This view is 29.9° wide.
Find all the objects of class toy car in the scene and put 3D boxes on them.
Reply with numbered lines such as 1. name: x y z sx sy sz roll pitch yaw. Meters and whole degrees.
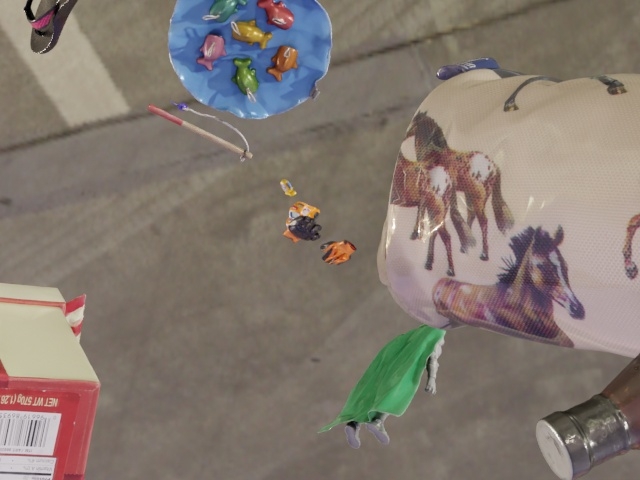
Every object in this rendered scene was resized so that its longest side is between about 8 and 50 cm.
1. toy car: -0.051 -0.058 1.956 0.060 0.122 0.040 -37 130 -10

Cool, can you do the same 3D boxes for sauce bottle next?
1. sauce bottle: 0.146 0.057 0.472 0.128 0.042 0.042 -22 142 -17

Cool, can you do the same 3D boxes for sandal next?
1. sandal: -0.325 -0.283 1.430 0.040 0.067 0.179 -3 161 -30

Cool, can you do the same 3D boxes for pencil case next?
1. pencil case: 0.228 -0.018 0.594 0.410 0.183 0.160 5 132 44

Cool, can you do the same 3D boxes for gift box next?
1. gift box: -0.331 0.149 1.071 0.255 0.258 0.276 12 102 -27

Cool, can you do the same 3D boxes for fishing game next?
1. fishing game: -0.079 -0.215 1.342 0.189 0.041 0.264 26 117 -13

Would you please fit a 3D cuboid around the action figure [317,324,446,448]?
1. action figure: 0.105 0.173 1.547 0.137 0.232 0.063 -14 114 41

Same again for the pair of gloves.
1. pair of gloves: 0.000 0.000 1.422 0.083 0.010 0.074 35 152 -9
